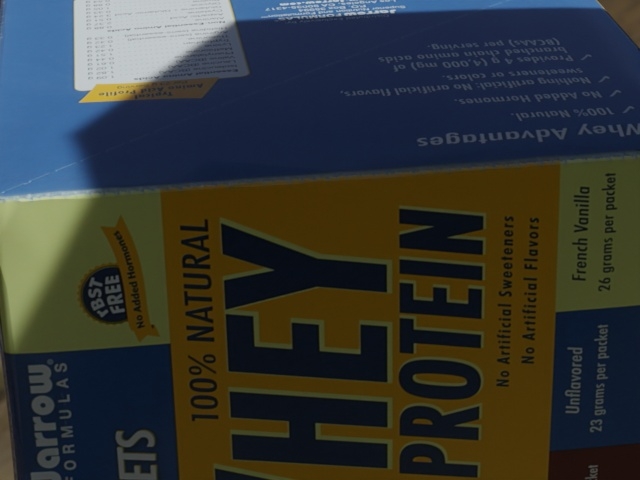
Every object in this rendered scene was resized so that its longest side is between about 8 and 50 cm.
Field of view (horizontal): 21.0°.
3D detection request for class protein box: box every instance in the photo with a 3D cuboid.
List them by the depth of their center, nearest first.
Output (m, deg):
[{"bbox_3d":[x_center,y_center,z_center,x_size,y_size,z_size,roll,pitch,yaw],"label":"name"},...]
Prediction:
[{"bbox_3d":[0.000,0.000,0.554,0.199,0.136,0.201,-4,26,-6],"label":"protein box"}]
